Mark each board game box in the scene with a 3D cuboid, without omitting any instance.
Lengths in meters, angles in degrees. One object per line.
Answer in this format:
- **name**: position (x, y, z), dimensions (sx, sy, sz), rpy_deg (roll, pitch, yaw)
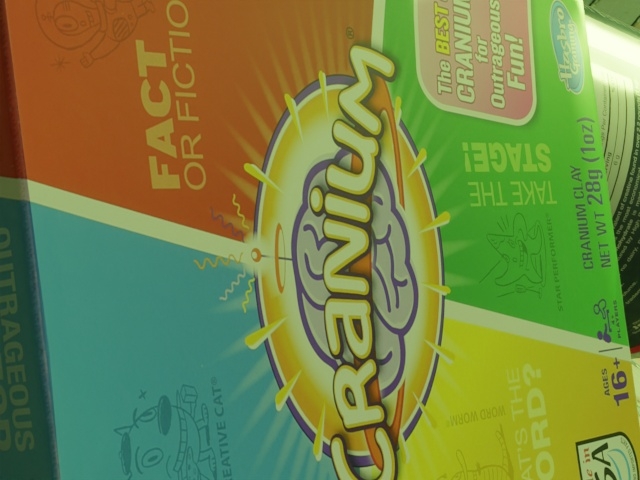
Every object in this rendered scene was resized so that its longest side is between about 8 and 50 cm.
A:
- **board game box**: position (0.001, 0.013, 0.554), dimensions (0.316, 0.064, 0.242), rpy_deg (-4, 85, -49)

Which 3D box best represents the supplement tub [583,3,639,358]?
- **supplement tub**: position (0.105, -0.045, 0.838), dimensions (0.272, 0.191, 0.191), rpy_deg (15, 31, -39)
